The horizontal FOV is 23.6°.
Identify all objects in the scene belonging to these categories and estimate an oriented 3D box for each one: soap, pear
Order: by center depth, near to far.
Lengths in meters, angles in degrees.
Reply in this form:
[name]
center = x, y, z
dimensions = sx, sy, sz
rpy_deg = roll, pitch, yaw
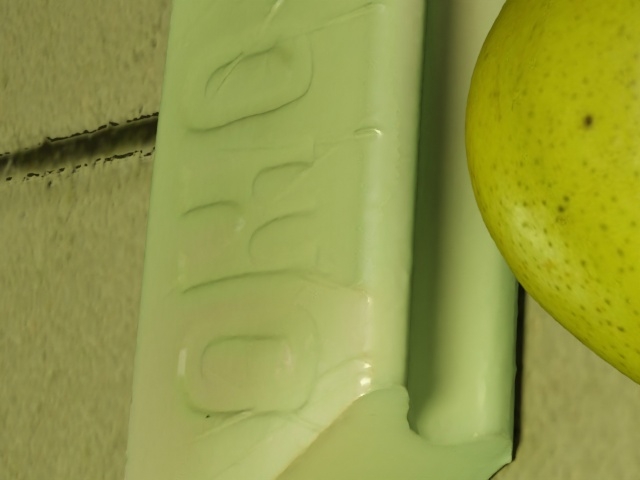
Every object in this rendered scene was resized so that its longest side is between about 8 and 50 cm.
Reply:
[pear]
center = 0.144, -0.040, 0.470
dimensions = 0.198, 0.198, 0.198
rpy_deg = -19, 64, 44
[soap]
center = 0.000, 0.000, 0.687
dimensions = 0.173, 0.095, 0.289
rpy_deg = -11, 70, 47
